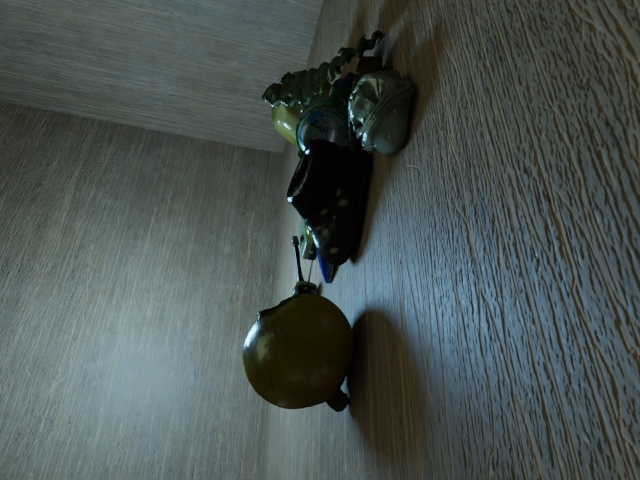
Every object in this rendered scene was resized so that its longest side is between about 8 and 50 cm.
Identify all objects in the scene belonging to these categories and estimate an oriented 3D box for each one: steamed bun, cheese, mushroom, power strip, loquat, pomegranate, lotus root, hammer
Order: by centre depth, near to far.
[{"bbox_3d":[0.141,-0.338,1.115,0.211,0.144,0.218,-131,50,-74],"label":"steamed bun"},{"bbox_3d":[-0.046,0.329,1.216,0.359,0.328,0.328,53,161,2],"label":"loquat"},{"bbox_3d":[0.130,-0.418,1.288,0.170,0.074,0.261,-15,-63,-80],"label":"lotus root"},{"bbox_3d":[0.038,-0.388,1.409,0.320,0.203,0.083,-55,-5,15],"label":"cheese"},{"bbox_3d":[0.039,-0.469,1.523,0.207,0.215,0.208,-174,90,-83],"label":"mushroom"},{"bbox_3d":[-0.068,-0.564,1.876,0.332,0.332,0.333,-172,90,-78],"label":"pomegranate"},{"bbox_3d":[-0.057,-0.016,2.016,0.257,0.070,0.105,-102,22,-55],"label":"power strip"},{"bbox_3d":[-0.104,0.119,2.035,0.137,0.037,0.290,-112,15,-82],"label":"hammer"}]

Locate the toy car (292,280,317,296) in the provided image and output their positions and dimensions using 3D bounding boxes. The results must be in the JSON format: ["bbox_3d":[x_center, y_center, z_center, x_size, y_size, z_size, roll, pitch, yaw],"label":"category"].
[{"bbox_3d":[-0.081,0.284,1.847,0.124,0.101,0.257,-108,27,-72],"label":"toy car"}]

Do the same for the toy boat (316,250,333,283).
[{"bbox_3d":[0.027,0.021,1.581,0.129,0.088,0.295,-121,30,-71],"label":"toy boat"}]

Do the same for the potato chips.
[{"bbox_3d":[0.014,-0.543,1.389,0.373,0.097,0.389,-11,29,38],"label":"potato chips"}]

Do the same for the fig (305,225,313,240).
[{"bbox_3d":[0.001,-0.008,1.778,0.166,0.093,0.093,62,178,-17],"label":"fig"}]

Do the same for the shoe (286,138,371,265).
[{"bbox_3d":[0.010,-0.117,1.353,0.171,0.237,0.384,-131,51,-75],"label":"shoe"}]
